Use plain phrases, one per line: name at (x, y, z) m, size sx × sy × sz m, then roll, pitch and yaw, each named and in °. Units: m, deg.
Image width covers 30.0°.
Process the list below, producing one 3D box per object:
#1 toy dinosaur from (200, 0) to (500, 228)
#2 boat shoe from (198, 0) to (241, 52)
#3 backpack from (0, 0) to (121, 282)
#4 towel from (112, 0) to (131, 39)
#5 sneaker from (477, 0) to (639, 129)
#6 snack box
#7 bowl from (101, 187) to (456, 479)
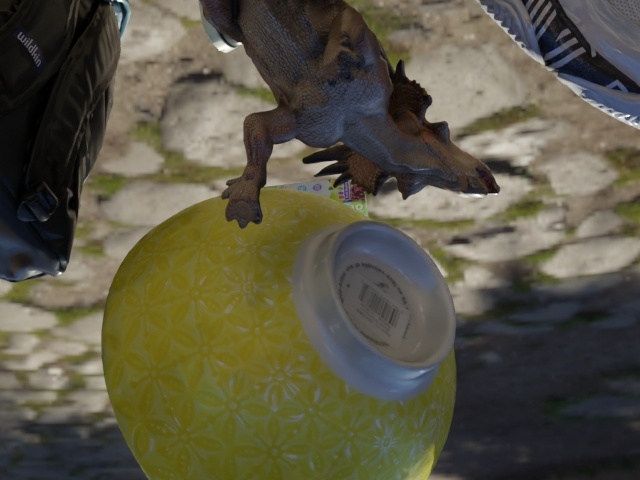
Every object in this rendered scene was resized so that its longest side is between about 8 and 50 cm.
toy dinosaur at (-0.007, -0.132, 0.796) m, size 0.127 × 0.296 × 0.200 m, roll -23°, pitch -175°, yaw 23°
boat shoe at (-0.099, -0.329, 1.320) m, size 0.079 × 0.233 × 0.084 m, roll -16°, pitch 171°, yaw 28°
backpack at (-0.318, -0.171, 1.136) m, size 0.273 × 0.355 × 0.290 m, roll -6°, pitch 134°, yaw 31°
towel at (-0.471, -0.254, 1.683) m, size 0.320 × 0.374 × 0.090 m, roll 37°, pitch -177°, yaw 28°
sneaker at (0.184, -0.247, 0.841) m, size 0.210 × 0.366 × 0.137 m, roll -48°, pitch 174°, yaw 18°
snack box at (0.000, 0.000, 1.176) m, size 0.100 × 0.037 × 0.141 m, roll -7°, pitch 140°, yaw 3°
bowl at (0.005, 0.071, 0.864) m, size 0.289 × 0.289 × 0.156 m, roll 13°, pitch 146°, yaw -37°
